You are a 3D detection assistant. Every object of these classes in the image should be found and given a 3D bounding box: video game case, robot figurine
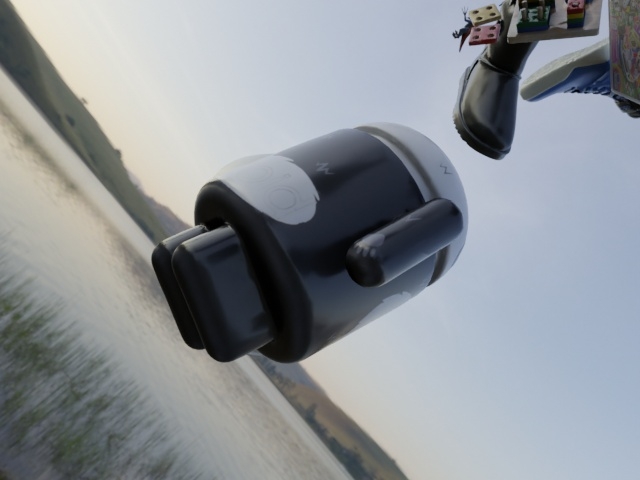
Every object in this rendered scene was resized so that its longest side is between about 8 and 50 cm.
[{"bbox_3d":[0.262,-0.143,0.484,0.122,0.011,0.087,-108,-179,-61],"label":"video game case"},{"bbox_3d":[0.002,0.002,0.550,0.209,0.278,0.173,44,-34,33],"label":"robot figurine"}]

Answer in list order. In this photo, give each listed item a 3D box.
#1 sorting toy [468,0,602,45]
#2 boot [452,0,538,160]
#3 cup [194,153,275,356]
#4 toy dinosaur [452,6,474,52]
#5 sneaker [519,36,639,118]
[{"bbox_3d":[0.361,-0.372,0.984,0.274,0.132,0.046,3,-41,27],"label":"sorting toy"},{"bbox_3d":[0.466,-0.453,1.402,0.146,0.367,0.445,17,-45,-13],"label":"boot"},{"bbox_3d":[-0.073,-0.012,1.023,0.237,0.331,0.331,50,-8,43],"label":"cup"},{"bbox_3d":[0.346,-0.490,1.428,0.082,0.047,0.090,-17,-84,37],"label":"toy dinosaur"},{"bbox_3d":[0.269,-0.143,0.579,0.084,0.152,0.058,63,6,-13],"label":"sneaker"}]
